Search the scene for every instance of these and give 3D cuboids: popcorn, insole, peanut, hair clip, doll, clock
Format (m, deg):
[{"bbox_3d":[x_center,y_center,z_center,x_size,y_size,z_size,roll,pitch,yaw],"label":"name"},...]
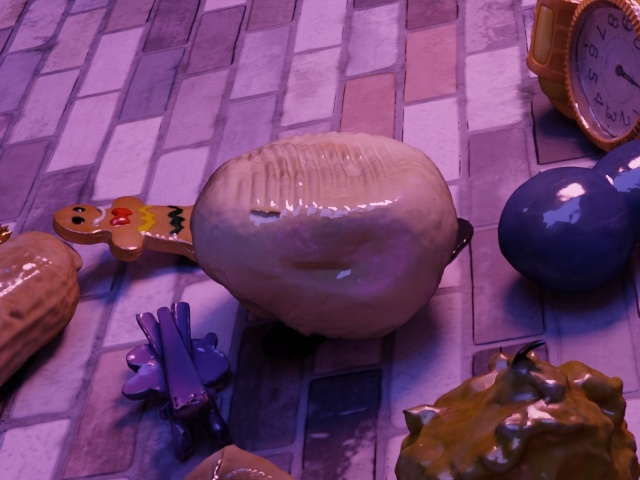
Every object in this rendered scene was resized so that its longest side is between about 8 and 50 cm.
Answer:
[{"bbox_3d":[0.192,0.211,1.553,0.249,0.225,0.249,-17,32,11],"label":"popcorn"},{"bbox_3d":[0.063,0.058,2.068,0.348,0.009,0.119,-35,34,-28],"label":"insole"},{"bbox_3d":[-0.428,0.100,2.102,0.340,0.158,0.174,-38,3,-39],"label":"peanut"},{"bbox_3d":[-0.176,0.171,1.936,0.137,0.090,0.278,-20,26,-4],"label":"hair clip"},{"bbox_3d":[0.348,-0.025,1.951,0.258,0.154,0.228,-29,36,-8],"label":"doll"},{"bbox_3d":[0.428,-0.258,2.186,0.200,0.244,0.317,-9,31,-18],"label":"clock"}]

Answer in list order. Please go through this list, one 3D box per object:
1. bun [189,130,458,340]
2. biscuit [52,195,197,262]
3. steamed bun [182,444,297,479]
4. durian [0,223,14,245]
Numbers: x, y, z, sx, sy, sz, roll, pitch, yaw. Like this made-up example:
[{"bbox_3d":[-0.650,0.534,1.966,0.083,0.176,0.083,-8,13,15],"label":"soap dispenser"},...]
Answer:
[{"bbox_3d":[0.000,0.000,1.983,0.361,0.213,0.361,-1,22,0],"label":"bun"},{"bbox_3d":[-0.257,-0.023,2.247,0.240,0.035,0.158,4,29,-11],"label":"biscuit"},{"bbox_3d":[-0.086,0.296,1.662,0.212,0.110,0.231,4,39,30],"label":"steamed bun"},{"bbox_3d":[-0.492,0.051,2.275,0.182,0.165,0.132,-13,-20,-39],"label":"durian"}]
